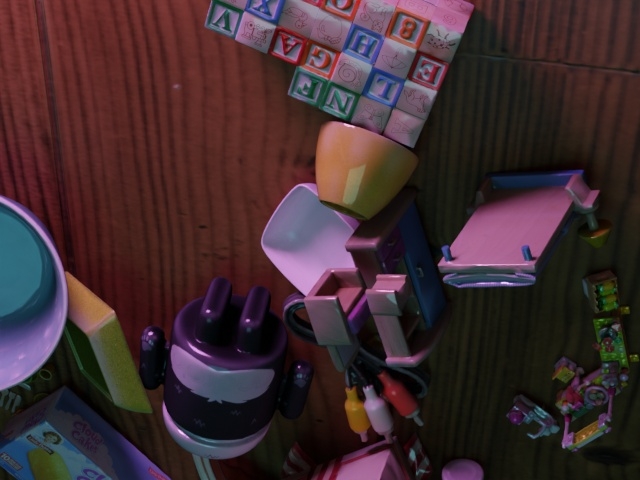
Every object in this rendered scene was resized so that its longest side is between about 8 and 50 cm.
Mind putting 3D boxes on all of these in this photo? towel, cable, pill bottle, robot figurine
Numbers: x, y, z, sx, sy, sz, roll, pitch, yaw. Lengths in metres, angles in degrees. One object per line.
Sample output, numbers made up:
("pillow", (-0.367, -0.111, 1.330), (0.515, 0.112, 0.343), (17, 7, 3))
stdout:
("towel", (0.082, 0.176, 1.874), (0.060, 0.009, 0.083), (38, 125, -10))
("cable", (0.058, 0.179, 1.815), (0.139, 0.072, 0.287), (-21, 127, 20))
("pill bottle", (0.217, 0.395, 1.943), (0.065, 0.065, 0.116), (6, 123, 14))
("robot figurine", (-0.140, 0.189, 1.857), (0.209, 0.173, 0.278), (38, 133, 32))

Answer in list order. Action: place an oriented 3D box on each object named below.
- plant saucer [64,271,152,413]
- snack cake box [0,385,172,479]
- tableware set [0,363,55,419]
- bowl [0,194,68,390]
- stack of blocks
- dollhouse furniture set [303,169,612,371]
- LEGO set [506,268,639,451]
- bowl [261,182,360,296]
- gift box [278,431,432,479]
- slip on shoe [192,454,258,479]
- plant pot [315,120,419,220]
("plant saucer", (-0.335, 0.160, 1.905), (0.188, 0.045, 0.188), (30, 142, 52))
("snack cake box", (-0.388, 0.376, 2.095), (0.152, 0.089, 0.264), (-31, 114, 32))
("tableware set", (-0.474, 0.253, 2.093), (0.104, 0.024, 0.154), (28, 126, -2))
("bowl", (-0.501, 0.051, 1.852), (0.311, 0.163, 0.312), (1, 107, 3))
("stack of blocks", (0.016, -0.256, 1.560), (0.297, 0.087, 0.171), (24, 127, 1))
("dollhouse furniture set", (0.195, 0.071, 1.599), (0.303, 0.286, 0.198), (-2, 122, 32))
("LEGO set", (0.364, 0.184, 1.730), (0.132, 0.107, 0.287), (24, 126, 1))
("bowl", (0.000, 0.000, 1.739), (0.142, 0.053, 0.142), (44, 127, 12))
("gift box", (0.048, 0.428, 1.876), (0.255, 0.258, 0.276), (-18, 93, 11))
("slip on shoe", (-0.099, 0.430, 2.052), (0.101, 0.123, 0.331), (-37, 103, -1))
("plant pot", (0.046, -0.082, 1.620), (0.134, 0.134, 0.095), (22, 84, 3))
